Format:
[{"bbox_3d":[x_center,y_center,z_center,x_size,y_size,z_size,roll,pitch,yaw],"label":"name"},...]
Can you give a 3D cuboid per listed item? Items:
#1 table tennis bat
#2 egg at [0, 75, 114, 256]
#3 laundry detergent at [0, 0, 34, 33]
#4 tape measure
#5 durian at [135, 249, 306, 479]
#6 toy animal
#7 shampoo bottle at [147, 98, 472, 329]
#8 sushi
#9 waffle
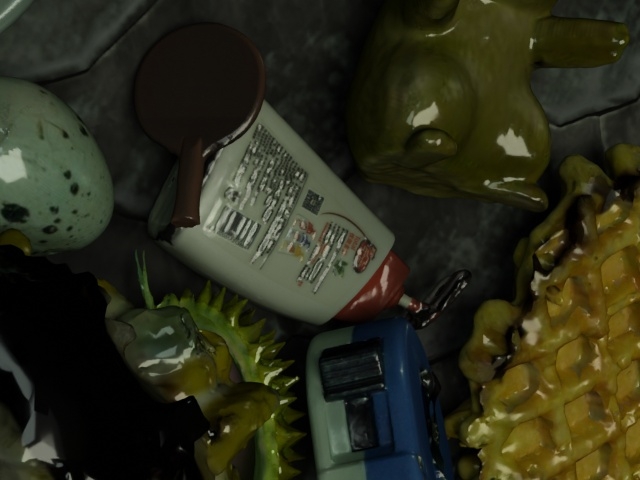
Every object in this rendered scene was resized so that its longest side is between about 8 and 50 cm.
[{"bbox_3d":[-0.108,-0.108,1.236,0.107,0.119,0.170,-1,72,13],"label":"table tennis bat"},{"bbox_3d":[-0.222,-0.048,1.218,0.164,0.131,0.131,35,84,-30],"label":"egg"},{"bbox_3d":[-0.299,-0.222,1.161,0.215,0.105,0.280,45,78,-25],"label":"laundry detergent"},{"bbox_3d":[0.071,0.203,1.408,0.098,0.351,0.215,-12,63,8],"label":"tape measure"},{"bbox_3d":[-0.115,0.205,1.313,0.169,0.157,0.355,17,95,-16],"label":"durian"},{"bbox_3d":[0.136,-0.205,1.333,0.181,0.180,0.363,16,94,-35],"label":"toy animal"},{"bbox_3d":[0.000,0.000,1.374,0.284,0.071,0.153,32,81,-30],"label":"shampoo bottle"},{"bbox_3d":[-0.190,0.136,1.121,0.285,0.328,0.329,-32,125,-48],"label":"sushi"},{"bbox_3d":[0.292,0.117,1.529,0.382,0.095,0.380,30,87,-31],"label":"waffle"}]
